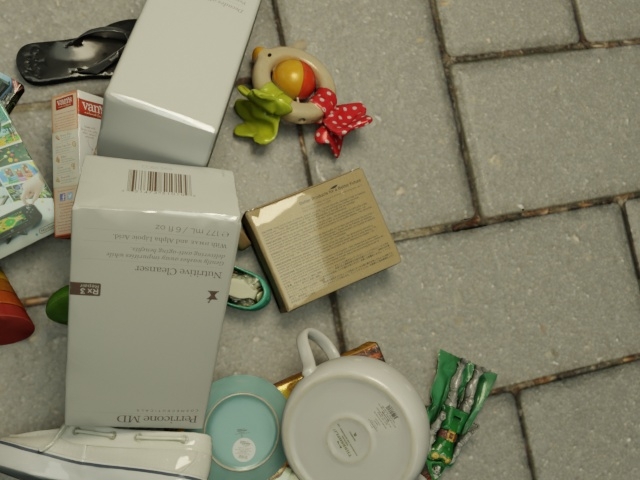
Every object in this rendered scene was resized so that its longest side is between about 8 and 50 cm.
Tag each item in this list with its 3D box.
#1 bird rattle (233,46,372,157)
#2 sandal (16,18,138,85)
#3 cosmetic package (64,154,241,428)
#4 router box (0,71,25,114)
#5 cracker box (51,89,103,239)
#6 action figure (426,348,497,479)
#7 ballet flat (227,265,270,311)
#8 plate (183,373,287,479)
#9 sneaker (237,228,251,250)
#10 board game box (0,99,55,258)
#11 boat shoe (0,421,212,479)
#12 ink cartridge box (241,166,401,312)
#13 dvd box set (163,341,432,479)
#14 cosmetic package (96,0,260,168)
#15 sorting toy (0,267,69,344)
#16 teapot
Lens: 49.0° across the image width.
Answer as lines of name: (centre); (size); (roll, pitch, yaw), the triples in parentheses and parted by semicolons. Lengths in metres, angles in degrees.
bird rattle: (-0.035, -0.272, 1.291); (0.253, 0.143, 0.207); (-2, 67, -17)
sandal: (-0.402, -0.329, 1.238); (0.254, 0.054, 0.097); (-21, 88, -16)
cosmetic package: (-0.249, 0.086, 1.014); (0.217, 0.156, 0.385); (4, 121, -14)
router box: (-0.577, -0.236, 1.190); (0.092, 0.038, 0.122); (28, 77, -9)
cracker box: (-0.363, -0.116, 1.167); (0.067, 0.156, 0.232); (-8, 83, 28)
action figure: (0.246, 0.337, 1.313); (0.137, 0.063, 0.232); (24, 81, -13)
ballet flat: (-0.199, 0.058, 1.221); (0.247, 0.087, 0.083); (20, 79, -10)
plate: (-0.133, 0.319, 1.173); (0.188, 0.024, 0.188); (3, 79, -14)
sneaker: (-0.212, -0.046, 1.248); (0.086, 0.064, 0.192); (-37, 92, -8)
board game box: (-0.577, -0.108, 1.114); (0.224, 0.097, 0.303); (-29, 102, -17)
boat shoe: (-0.344, 0.314, 1.107); (0.367, 0.136, 0.156); (3, 58, 12)
ink cartridge box: (0.000, 0.000, 1.278); (0.235, 0.088, 0.193); (-22, 87, -15)
dvd box set: (-0.034, 0.397, 1.230); (0.420, 0.062, 0.307); (-20, 87, -16)
cosmetic package: (-0.205, -0.302, 1.122); (0.161, 0.230, 0.453); (19, 58, -11)
sorting toy: (-0.412, 0.067, 1.154); (0.366, 0.127, 0.126); (-13, 63, -5)
teapot: (0.063, 0.294, 1.150); (0.252, 0.187, 0.256); (9, 96, 14)
